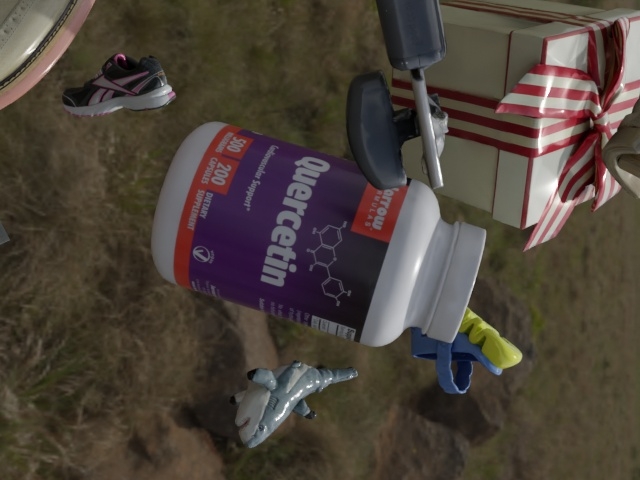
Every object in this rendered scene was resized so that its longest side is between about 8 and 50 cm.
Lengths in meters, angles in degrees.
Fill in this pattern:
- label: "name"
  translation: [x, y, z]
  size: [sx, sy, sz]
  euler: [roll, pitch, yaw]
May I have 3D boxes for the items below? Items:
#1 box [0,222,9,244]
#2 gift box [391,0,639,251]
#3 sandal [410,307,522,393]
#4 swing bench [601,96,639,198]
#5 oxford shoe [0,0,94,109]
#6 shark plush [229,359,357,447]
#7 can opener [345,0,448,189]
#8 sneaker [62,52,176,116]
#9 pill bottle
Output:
- label: "box"
  translation: [-0.654, -0.021, 1.635]
  size: [0.083, 0.052, 0.062]
  euler: [64, 22, -9]
- label: "gift box"
  translation: [0.239, -0.156, 1.044]
  size: [0.276, 0.258, 0.255]
  euler: [-27, 125, -35]
- label: "sandal"
  translation: [0.202, 0.155, 1.510]
  size: [0.126, 0.317, 0.138]
  euler: [31, 100, -45]
- label: "swing bench"
  translation: [0.405, -0.134, 0.726]
  size: [0.165, 0.254, 0.253]
  euler: [33, 91, -43]
- label: "oxford shoe"
  translation: [-0.353, -0.173, 0.747]
  size: [0.397, 0.140, 0.146]
  euler: [-51, 134, -21]
- label: "shark plush"
  translation: [-0.030, 0.175, 0.939]
  size: [0.161, 0.073, 0.067]
  euler: [-8, 58, -46]
- label: "can opener"
  translation: [0.047, -0.161, 0.662]
  size: [0.076, 0.095, 0.283]
  euler: [-92, 167, -57]
- label: "sneaker"
  translation: [-0.284, -0.222, 1.181]
  size: [0.072, 0.178, 0.077]
  euler: [-49, 132, -59]
- label: "pill bottle"
  translation: [0.000, 0.000, 0.891]
  size: [0.181, 0.323, 0.181]
  euler: [17, 90, -84]
